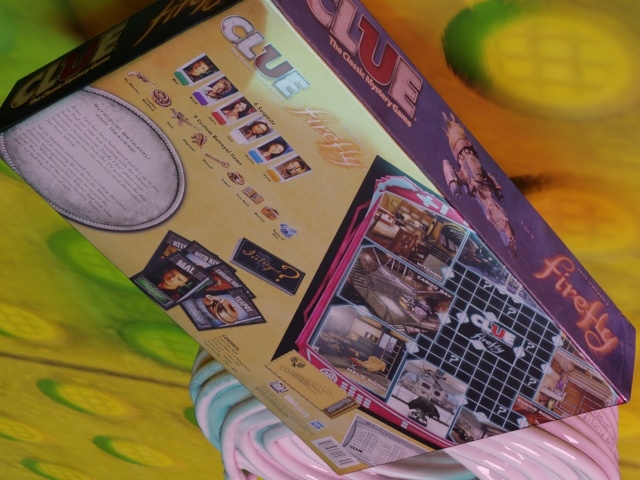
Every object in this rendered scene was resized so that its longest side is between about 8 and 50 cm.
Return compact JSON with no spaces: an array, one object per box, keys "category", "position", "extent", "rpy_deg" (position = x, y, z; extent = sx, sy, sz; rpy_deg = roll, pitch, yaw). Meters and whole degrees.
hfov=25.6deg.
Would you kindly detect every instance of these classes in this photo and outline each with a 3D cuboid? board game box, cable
[{"category":"board game box","position":[0.000,0.000,0.596],"extent":[0.165,0.042,0.243],"rpy_deg":[-20,125,37]},{"category":"cable","position":[0.050,0.103,0.826],"extent":[0.257,0.089,0.257],"rpy_deg":[8,153,15]}]
